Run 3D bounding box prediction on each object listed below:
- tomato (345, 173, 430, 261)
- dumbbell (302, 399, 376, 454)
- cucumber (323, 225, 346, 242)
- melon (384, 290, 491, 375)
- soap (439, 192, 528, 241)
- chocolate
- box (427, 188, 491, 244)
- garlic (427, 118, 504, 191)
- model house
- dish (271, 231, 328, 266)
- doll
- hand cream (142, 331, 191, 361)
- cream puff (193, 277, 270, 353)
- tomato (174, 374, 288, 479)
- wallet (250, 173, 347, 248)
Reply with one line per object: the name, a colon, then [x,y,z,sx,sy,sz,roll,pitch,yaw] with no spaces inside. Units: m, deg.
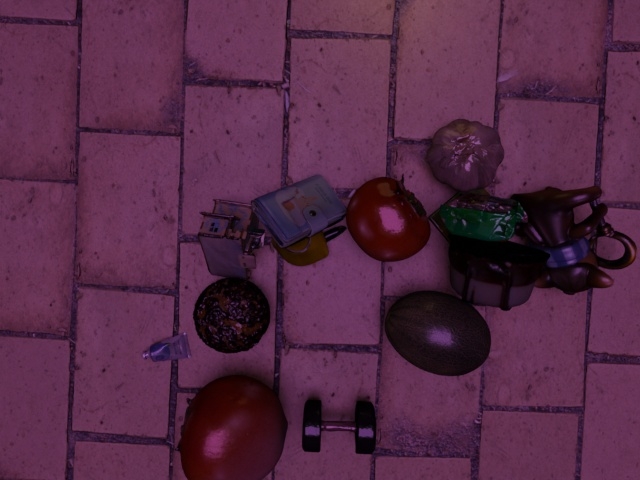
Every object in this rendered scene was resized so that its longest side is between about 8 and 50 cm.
tomato: [0.197,-0.061,1.240,0.224,0.256,0.256,-35,92,17]
dumbbell: [0.056,0.573,1.307,0.218,0.152,0.152,2,92,1]
cucumber: [0.000,0.000,1.345,0.184,0.033,0.036,-32,69,4]
melon: [0.341,0.271,1.252,0.301,0.237,0.237,18,92,5]
soap: [0.461,-0.073,1.177,0.218,0.273,0.098,10,106,24]
chocolate: [0.496,0.096,1.225,0.283,0.283,0.186,9,99,0]
box: [0.454,-0.089,1.341,0.193,0.030,0.121,-40,91,2]
garlic: [0.432,-0.258,1.266,0.228,0.152,0.228,-1,79,6]
model house: [-0.255,-0.031,1.276,0.178,0.271,0.206,5,56,2]
dish: [-0.073,-0.002,1.302,0.207,0.080,0.149,22,84,12]
doll: [0.739,-0.013,1.276,0.318,0.209,0.340,-19,90,33]
hand cream: [-0.495,0.352,1.357,0.142,0.053,0.084,-11,91,-9]
cream puff: [-0.270,0.231,1.282,0.239,0.165,0.239,0,104,1]
tomato: [-0.250,0.559,1.235,0.321,0.321,0.321,0,92,0]
wallet: [-0.055,-0.092,1.250,0.250,0.075,0.176,-27,73,-34]
